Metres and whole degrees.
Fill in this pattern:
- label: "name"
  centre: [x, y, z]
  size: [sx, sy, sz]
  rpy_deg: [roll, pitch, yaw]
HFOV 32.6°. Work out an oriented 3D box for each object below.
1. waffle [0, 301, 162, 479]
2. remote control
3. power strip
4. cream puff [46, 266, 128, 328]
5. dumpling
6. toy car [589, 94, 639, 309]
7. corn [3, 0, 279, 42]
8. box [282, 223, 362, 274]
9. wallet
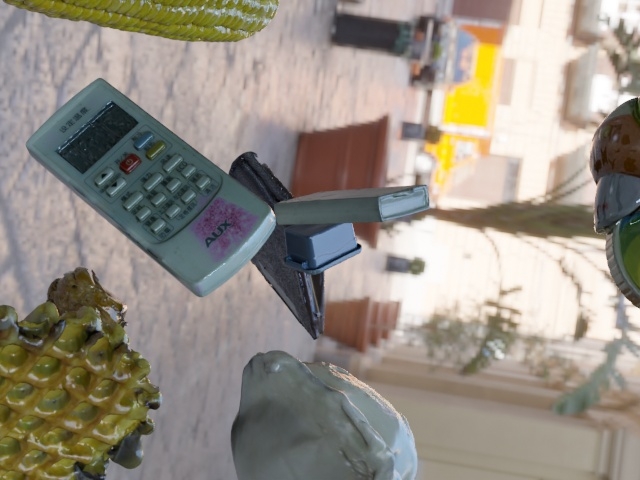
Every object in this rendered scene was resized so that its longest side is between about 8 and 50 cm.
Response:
- label: "waffle"
  centre: [-0.324, 0.189, 1.191]
  size: [0.062, 0.329, 0.329]
  rpy_deg: [-117, -159, -43]
- label: "remote control"
  centre: [-0.217, -0.072, 1.390]
  size: [0.145, 0.344, 0.050]
  rpy_deg: [-46, 155, -16]
- label: "power strip"
  centre: [0.016, -0.024, 0.771]
  size: [0.051, 0.136, 0.019]
  rpy_deg: [-18, 100, -39]
- label: "cream puff"
  centre: [-0.345, 0.100, 1.598]
  size: [0.104, 0.119, 0.133]
  rpy_deg: [-53, -148, -9]
- label: "dumpling"
  centre: [0.017, 0.195, 0.916]
  size: [0.147, 0.193, 0.258]
  rpy_deg: [-37, 141, -24]
- label: "toy car"
  centre: [0.369, -0.028, 1.112]
  size: [0.145, 0.235, 0.235]
  rpy_deg: [76, 23, -76]
- label: "corn"
  centre: [-0.141, -0.222, 0.836]
  size: [0.305, 0.122, 0.123]
  rpy_deg: [-3, 122, -58]
- label: "box"
  centre: [0.000, 0.000, 1.478]
  size: [0.099, 0.074, 0.054]
  rpy_deg: [-25, 119, -34]
- label: "wallet"
  centre: [-0.061, 0.009, 1.788]
  size: [0.221, 0.071, 0.262]
  rpy_deg: [47, -26, 37]
